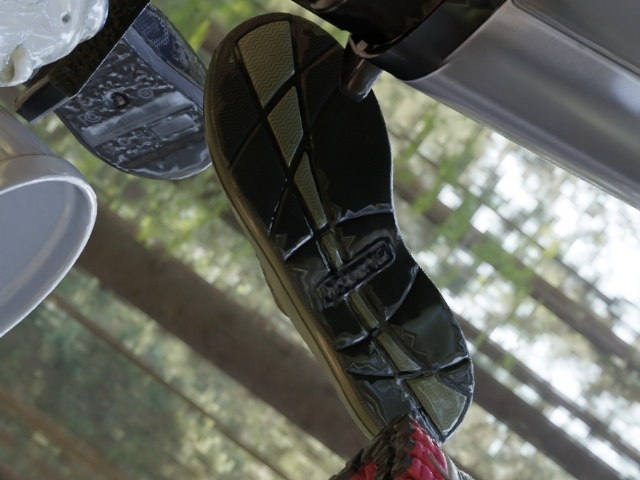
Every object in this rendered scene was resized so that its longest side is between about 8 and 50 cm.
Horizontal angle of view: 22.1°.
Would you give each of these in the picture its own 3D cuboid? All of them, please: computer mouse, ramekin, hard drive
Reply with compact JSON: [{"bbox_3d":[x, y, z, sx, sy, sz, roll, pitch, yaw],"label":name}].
[{"bbox_3d":[-0.161,-0.150,1.245,0.188,0.272,0.072,-18,-131,20],"label":"computer mouse"},{"bbox_3d":[-0.261,-0.006,1.075,0.207,0.109,0.207,-38,162,-14],"label":"ramekin"},{"bbox_3d":[-0.155,-0.125,1.063,0.094,0.022,0.135,-54,-166,-14],"label":"hard drive"}]

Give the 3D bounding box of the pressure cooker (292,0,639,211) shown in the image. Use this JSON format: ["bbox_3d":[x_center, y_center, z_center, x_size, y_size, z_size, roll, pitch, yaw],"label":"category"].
[{"bbox_3d":[0.186,-0.217,0.877,0.370,0.420,0.375,-65,-167,-4],"label":"pressure cooker"}]

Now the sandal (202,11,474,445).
[{"bbox_3d":[-0.001,0.002,1.063,0.120,0.303,0.086,-25,-173,-26],"label":"sandal"}]

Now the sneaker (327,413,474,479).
[{"bbox_3d":[0.054,0.193,0.769,0.121,0.112,0.299,-46,-168,24],"label":"sneaker"}]

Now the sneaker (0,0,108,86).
[{"bbox_3d":[-0.144,-0.086,0.539,0.297,0.129,0.111,-49,-160,-14],"label":"sneaker"}]
